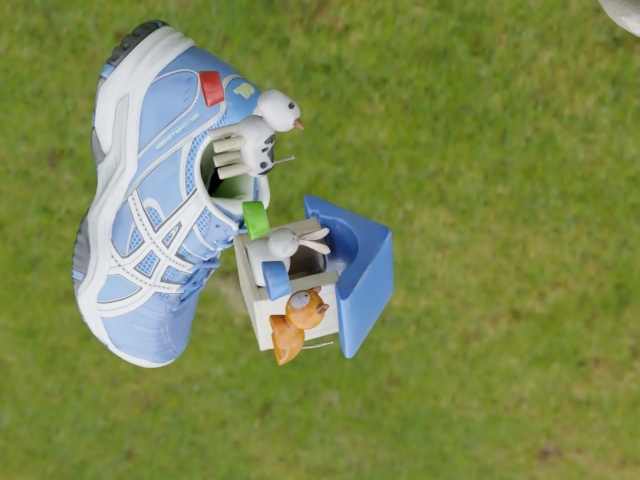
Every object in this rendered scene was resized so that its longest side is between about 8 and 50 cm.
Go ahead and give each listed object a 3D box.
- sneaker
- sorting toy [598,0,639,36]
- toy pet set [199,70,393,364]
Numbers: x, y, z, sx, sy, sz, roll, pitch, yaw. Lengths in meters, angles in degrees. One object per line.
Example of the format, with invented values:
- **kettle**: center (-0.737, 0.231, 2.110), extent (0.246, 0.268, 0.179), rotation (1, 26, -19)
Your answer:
- **sneaker**: center (-0.076, -0.009, 0.917), extent (0.081, 0.080, 0.211), rotation (25, 133, 20)
- **sorting toy**: center (0.153, -0.148, 0.511), extent (0.196, 0.348, 0.047), rotation (-40, 116, 16)
- **toy pet set**: center (0.000, 0.000, 0.711), extent (0.065, 0.122, 0.114), rotation (-14, 141, -7)
